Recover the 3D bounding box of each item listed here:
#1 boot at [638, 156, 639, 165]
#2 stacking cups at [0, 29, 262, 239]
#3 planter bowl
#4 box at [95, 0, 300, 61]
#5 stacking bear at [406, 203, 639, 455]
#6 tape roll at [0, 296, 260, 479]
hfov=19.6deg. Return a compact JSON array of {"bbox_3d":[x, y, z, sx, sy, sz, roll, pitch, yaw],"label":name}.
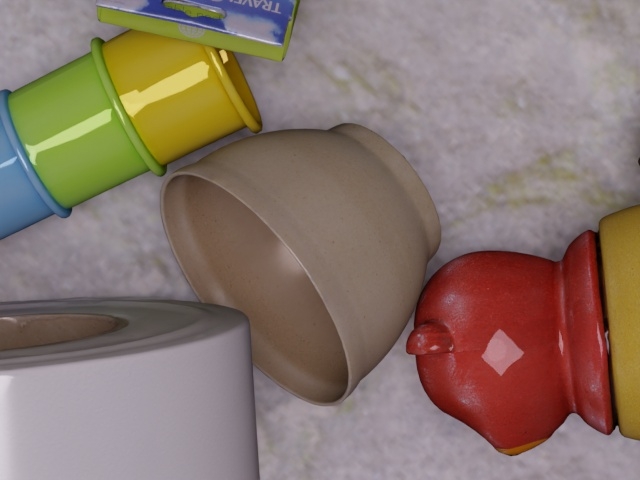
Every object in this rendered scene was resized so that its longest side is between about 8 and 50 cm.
[{"bbox_3d":[0.264,-0.185,1.079,0.236,0.089,0.269,-18,95,-9],"label":"boot"},{"bbox_3d":[-0.193,-0.039,1.095,0.316,0.096,0.096,-26,95,7],"label":"stacking cups"},{"bbox_3d":[0.000,0.000,1.068,0.109,0.162,0.162,-37,95,-24],"label":"planter bowl"},{"bbox_3d":[-0.058,-0.173,1.044,0.109,0.042,0.178,12,53,-1],"label":"box"},{"bbox_3d":[0.196,0.054,1.068,0.289,0.175,0.164,-6,98,8],"label":"stacking bear"},{"bbox_3d":[-0.174,0.097,1.003,0.286,0.286,0.100,-4,95,0],"label":"tape roll"}]
